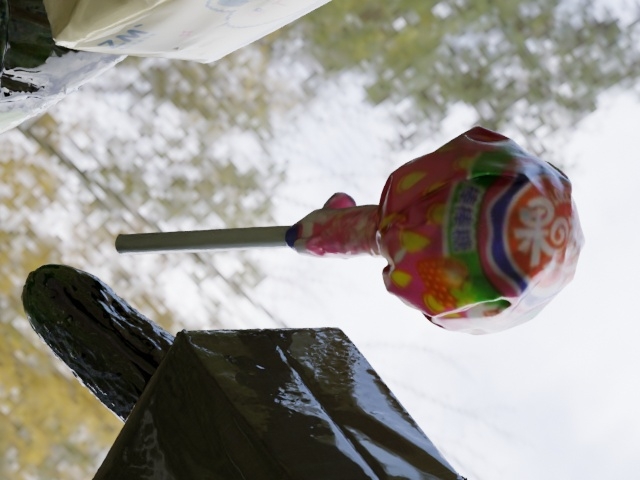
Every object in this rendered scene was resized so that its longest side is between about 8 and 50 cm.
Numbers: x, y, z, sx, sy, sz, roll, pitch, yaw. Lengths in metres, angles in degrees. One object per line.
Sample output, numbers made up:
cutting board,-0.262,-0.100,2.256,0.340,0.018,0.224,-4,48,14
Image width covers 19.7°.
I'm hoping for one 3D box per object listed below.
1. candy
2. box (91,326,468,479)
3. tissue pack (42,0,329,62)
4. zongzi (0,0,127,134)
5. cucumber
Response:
candy,0.000,0.000,1.172,0.365,0.124,0.124,-3,-132,40
box,-0.047,0.186,1.145,0.149,0.155,0.231,50,-57,32
tissue pack,-0.044,-0.171,1.009,0.196,0.148,0.092,-22,-102,33
zongzi,-0.389,-0.132,1.481,0.362,0.383,0.319,-30,-116,53
cucumber,-0.113,0.104,1.286,0.074,0.241,0.074,-50,-174,7
